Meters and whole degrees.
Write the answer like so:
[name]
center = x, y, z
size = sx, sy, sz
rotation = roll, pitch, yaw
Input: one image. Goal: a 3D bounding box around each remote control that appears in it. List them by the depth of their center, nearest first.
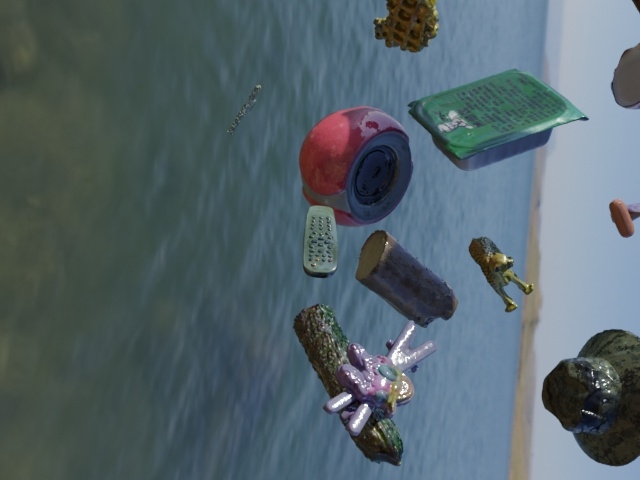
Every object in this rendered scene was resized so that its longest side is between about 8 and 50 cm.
[remote control]
center = 0.000, 0.000, 1.661
size = 0.222, 0.072, 0.042
rotation = -89, -177, -53

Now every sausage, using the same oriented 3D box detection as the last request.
[sausage]
center = 0.625, -0.046, 1.664
size = 0.083, 0.034, 0.034
rotation = 67, 18, -4

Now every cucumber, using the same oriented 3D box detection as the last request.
[cucumber]
center = 0.054, 0.280, 1.522
size = 0.096, 0.096, 0.359
rotation = 75, -11, -53

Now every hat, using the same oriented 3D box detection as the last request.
[hat]
center = 0.470, 0.275, 1.422
size = 0.265, 0.128, 0.265
rotation = -173, -90, -70

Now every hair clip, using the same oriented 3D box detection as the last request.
[hair clip]
center = 0.105, 0.216, 1.346
size = 0.090, 0.137, 0.278
rotation = -54, 167, 32

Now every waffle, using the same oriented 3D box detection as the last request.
[waffle]
center = 0.130, -0.405, 1.371
size = 0.051, 0.149, 0.194
rotation = -48, 136, -24

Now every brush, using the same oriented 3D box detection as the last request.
[brush]
center = -0.115, -0.208, 1.261
size = 0.083, 0.011, 0.205
rotation = -57, -172, 8

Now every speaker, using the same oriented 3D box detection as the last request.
[speaker]
center = 0.084, -0.184, 1.936
size = 0.294, 0.294, 0.294
rotation = 5, 90, -75

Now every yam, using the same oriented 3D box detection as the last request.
[yam]
center = 0.189, 0.092, 1.792
size = 0.129, 0.238, 0.128
rotation = -56, -156, -5

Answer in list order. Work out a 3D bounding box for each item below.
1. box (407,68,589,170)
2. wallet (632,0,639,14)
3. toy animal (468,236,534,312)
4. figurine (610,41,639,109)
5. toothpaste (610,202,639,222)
[box]
center = 0.396, -0.264, 1.849
size = 0.264, 0.337, 0.106
rotation = -124, -161, -47
[wallet]
center = 0.793, -0.568, 1.869
size = 0.031, 0.122, 0.232
rotation = -23, 81, -45
[toy animal]
center = 0.327, 0.036, 1.520
size = 0.136, 0.073, 0.181
rotation = 44, 18, -34
[figurine]
center = 0.711, -0.219, 1.452
size = 0.206, 0.316, 0.284
rotation = -61, -166, 2
[toothpaste]
center = 0.883, -0.106, 2.019
size = 0.048, 0.301, 0.075
rotation = 44, 36, -38
